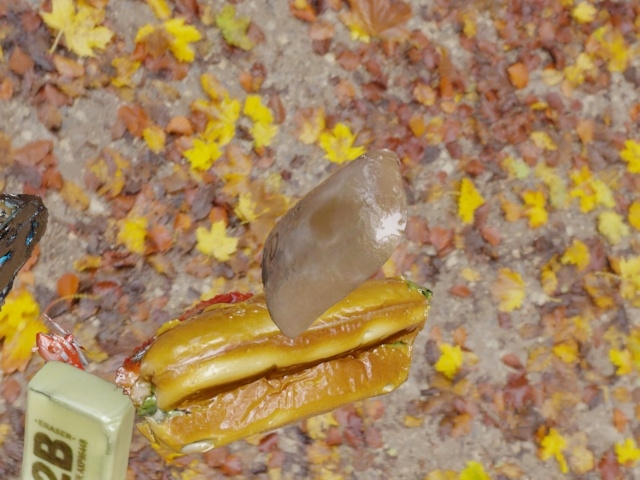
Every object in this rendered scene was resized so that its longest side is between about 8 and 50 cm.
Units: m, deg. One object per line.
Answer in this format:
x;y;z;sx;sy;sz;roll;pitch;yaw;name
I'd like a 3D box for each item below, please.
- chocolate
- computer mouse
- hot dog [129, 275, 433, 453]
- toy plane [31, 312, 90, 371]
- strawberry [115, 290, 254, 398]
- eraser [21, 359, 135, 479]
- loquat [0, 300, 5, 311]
0.000;0.000;0.404;0.031;0.100;0.065;17;52;-31;chocolate
-0.370;0.024;0.882;0.077;0.146;0.242;26;42;2;computer mouse
-0.017;0.085;0.617;0.269;0.072;0.115;-6;115;-45;hot dog
-0.480;0.237;1.635;0.126;0.194;0.077;21;59;30;toy plane
-0.110;0.122;0.883;0.192;0.085;0.140;-37;113;-17;strawberry
-0.279;0.231;0.970;0.117;0.172;0.058;22;31;11;eraser
-0.666;0.067;1.568;0.195;0.152;0.152;47;65;-17;loquat
